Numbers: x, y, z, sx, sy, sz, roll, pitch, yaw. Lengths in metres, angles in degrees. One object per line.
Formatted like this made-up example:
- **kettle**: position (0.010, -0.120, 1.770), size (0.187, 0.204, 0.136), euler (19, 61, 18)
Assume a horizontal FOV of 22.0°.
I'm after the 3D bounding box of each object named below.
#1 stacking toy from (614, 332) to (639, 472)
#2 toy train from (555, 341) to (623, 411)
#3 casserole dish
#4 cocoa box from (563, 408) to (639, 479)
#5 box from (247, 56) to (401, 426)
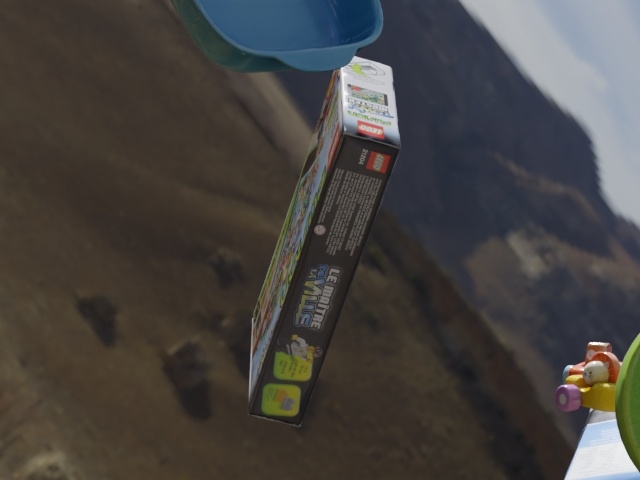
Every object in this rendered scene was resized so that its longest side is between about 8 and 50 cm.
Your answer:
- **stacking toy**: position (0.318, 0.069, 1.039), size (0.279, 0.309, 0.130), euler (18, -9, -6)
- **toy train**: position (0.235, 0.096, 1.164), size (0.125, 0.166, 0.046), euler (-5, 97, -54)
- **casserole dish**: position (-0.042, -0.156, 0.845), size (0.114, 0.037, 0.188), euler (-10, 66, -36)
- **cocoa box**: position (0.403, 0.328, 1.620), size (0.228, 0.231, 0.347), euler (-48, 123, -59)
- **box**: position (0.000, 0.000, 1.025), size (0.036, 0.207, 0.114), euler (14, 28, -9)
